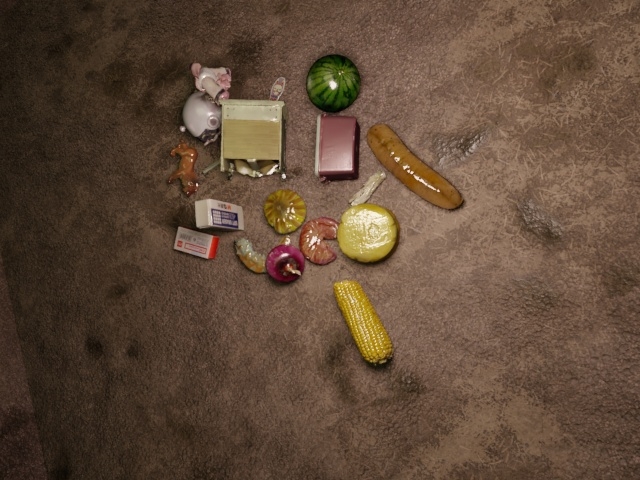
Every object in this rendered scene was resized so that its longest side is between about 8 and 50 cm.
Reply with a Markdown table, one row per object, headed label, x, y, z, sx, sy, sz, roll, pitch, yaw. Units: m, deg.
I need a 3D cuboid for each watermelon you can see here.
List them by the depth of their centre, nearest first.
| label | x | y | z | sx | sy | sz | roll | pitch | yaw |
| --- | --- | --- | --- | --- | --- | --- | --- | --- | --- |
| watermelon | 0.054 | -0.677 | 1.812 | 0.243 | 0.242 | 0.241 | -1 | 86 | 20 |

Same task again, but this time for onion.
| label | x | y | z | sx | sy | sz | roll | pitch | yaw |
| --- | --- | --- | --- | --- | --- | --- | --- | --- | --- |
| onion | -0.158 | 0.103 | 1.878 | 0.178 | 0.153 | 0.177 | 2 | 103 | 8 |

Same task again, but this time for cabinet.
| label | x | y | z | sx | sy | sz | roll | pitch | yaw |
| --- | --- | --- | --- | --- | --- | --- | --- | --- | --- |
| cabinet | -0.295 | -0.441 | 1.896 | 0.291 | 0.227 | 0.317 | 1 | 88 | -2 |

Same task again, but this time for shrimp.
| label | x | y | z | sx | sy | sz | roll | pitch | yaw |
| --- | --- | --- | --- | --- | --- | --- | --- | --- | --- |
| shrimp | -0.269 | 0.059 | 1.976 | 0.288 | 0.068 | 0.185 | -13 | 84 | 17 |

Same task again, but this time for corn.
| label | x | y | z | sx | sy | sz | roll | pitch | yaw |
| --- | --- | --- | --- | --- | --- | --- | --- | --- | --- |
| corn | 0.177 | 0.333 | 1.755 | 0.144 | 0.144 | 0.386 | -28 | 78 | 17 |

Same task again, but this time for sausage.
| label | x | y | z | sx | sy | sz | roll | pitch | yaw |
| --- | --- | --- | --- | --- | --- | --- | --- | --- | --- |
| sausage | 0.371 | -0.297 | 1.735 | 0.136 | 0.123 | 0.500 | -38 | 73 | -16 |

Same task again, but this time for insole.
| label | x | y | z | sx | sy | sz | roll | pitch | yaw |
| --- | --- | --- | --- | --- | --- | --- | --- | --- | --- |
| insole | -0.223 | -0.703 | 2.041 | 0.065 | 0.004 | 0.197 | 25 | 95 | 20 |

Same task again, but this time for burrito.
| label | x | y | z | sx | sy | sz | roll | pitch | yaw |
| --- | --- | --- | --- | --- | --- | --- | --- | --- | --- |
| burrito | 0.197 | -0.215 | 1.828 | 0.063 | 0.058 | 0.229 | 43 | 103 | 13 |

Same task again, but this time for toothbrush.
| label | x | y | z | sx | sy | sz | roll | pitch | yaw |
| --- | --- | --- | --- | --- | --- | --- | --- | --- | --- |
| toothbrush | -0.483 | -0.412 | 2.107 | 0.295 | 0.026 | 0.028 | -31 | 58 | 15 |

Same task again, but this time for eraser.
| label | x | y | z | sx | sy | sz | roll | pitch | yaw |
| --- | --- | --- | --- | --- | --- | --- | --- | --- | --- |
| eraser | -0.463 | -0.111 | 1.946 | 0.081 | 0.279 | 0.123 | -9 | 84 | 21 |

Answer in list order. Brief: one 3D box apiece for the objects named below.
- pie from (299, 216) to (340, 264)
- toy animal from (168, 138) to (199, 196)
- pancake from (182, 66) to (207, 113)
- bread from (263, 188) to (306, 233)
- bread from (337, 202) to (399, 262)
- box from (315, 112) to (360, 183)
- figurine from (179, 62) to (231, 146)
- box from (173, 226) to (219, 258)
| label | x | y | z | sx | sy | sz | roll | pitch | yaw |
| --- | --- | --- | --- | --- | --- | --- | --- | --- | --- |
| pie | 0.000 | 0.000 | 1.887 | 0.205 | 0.054 | 0.218 | 6 | 88 | 20 |
| toy animal | -0.686 | -0.379 | 2.156 | 0.158 | 0.097 | 0.311 | 5 | 86 | 8 |
| pancake | -0.614 | -0.779 | 2.161 | 0.267 | 0.057 | 0.244 | -9 | 85 | 17 |
| bread | -0.165 | -0.139 | 1.925 | 0.214 | 0.105 | 0.213 | -4 | 76 | 15 |
| bread | 0.197 | -0.029 | 1.766 | 0.270 | 0.148 | 0.269 | 1 | 93 | 15 |
| box | 0.079 | -0.395 | 1.815 | 0.168 | 0.193 | 0.293 | 1 | 87 | 15 |
| figurine | -0.539 | -0.651 | 1.999 | 0.211 | 0.253 | 0.361 | 19 | 137 | -9 |
| box | -0.628 | 0.010 | 2.121 | 0.230 | 0.050 | 0.122 | 13 | 93 | 20 |
